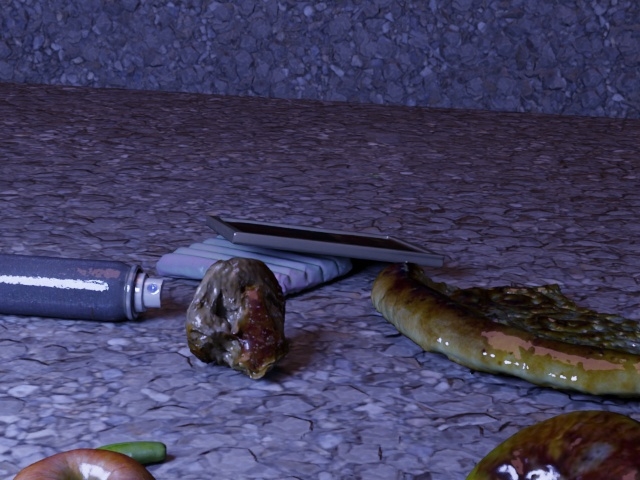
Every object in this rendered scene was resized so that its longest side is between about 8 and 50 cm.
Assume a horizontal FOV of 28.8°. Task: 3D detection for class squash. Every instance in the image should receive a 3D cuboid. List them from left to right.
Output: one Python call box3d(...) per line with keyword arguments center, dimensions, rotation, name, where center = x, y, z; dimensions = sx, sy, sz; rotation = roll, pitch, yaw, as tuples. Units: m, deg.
box3d(center=(-0.178, 0.193, 1.112), dimensions=(0.089, 0.027, 0.027), rotation=(-8, 19, -38), name="squash")

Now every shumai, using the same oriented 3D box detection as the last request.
box3d(center=(-0.076, 0.085, 1.355), dimensions=(0.105, 0.123, 0.139), rotation=(18, 5, 13), name="shumai")

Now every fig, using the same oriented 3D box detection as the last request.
box3d(center=(0.190, 0.210, 0.861), dimensions=(0.191, 0.181, 0.181), rotation=(21, 3, -35), name="fig")

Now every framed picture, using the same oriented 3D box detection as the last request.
box3d(center=(0.000, 0.000, 1.721), dimensions=(0.289, 0.020, 0.211), rotation=(6, 5, -16), name="framed picture")

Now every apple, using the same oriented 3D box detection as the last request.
box3d(center=(-0.171, 0.211, 0.905), dimensions=(0.126, 0.102, 0.126), rotation=(5, 21, -2), name="apple")

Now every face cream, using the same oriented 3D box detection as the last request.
box3d(center=(-0.328, 0.055, 1.489), dimensions=(0.283, 0.073, 0.073), rotation=(4, 16, 5), name="face cream")

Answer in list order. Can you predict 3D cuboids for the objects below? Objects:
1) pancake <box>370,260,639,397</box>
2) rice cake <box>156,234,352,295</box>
box3d(center=(0.249, 0.097, 1.448), dimensions=(0.305, 0.067, 0.427), rotation=(-3, 15, -26), name="pancake")
box3d(center=(-0.089, 0.032, 1.675), dimensions=(0.198, 0.037, 0.189), rotation=(13, 18, 33), name="rice cake")
